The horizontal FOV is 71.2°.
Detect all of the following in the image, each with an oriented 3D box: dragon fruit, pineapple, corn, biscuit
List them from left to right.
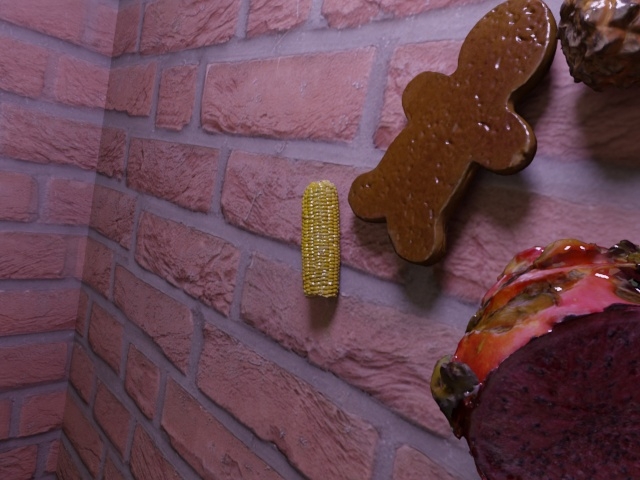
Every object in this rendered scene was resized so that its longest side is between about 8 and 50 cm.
[{"bbox_3d":[0.000,0.000,0.917,0.081,0.081,0.248,-3,85,44],"label":"corn"},{"bbox_3d":[0.222,-0.168,0.727,0.431,0.064,0.283,-60,43,21],"label":"biscuit"},{"bbox_3d":[0.294,0.143,0.528,0.296,0.263,0.314,-37,102,19],"label":"dragon fruit"},{"bbox_3d":[0.390,-0.266,0.522,0.193,0.166,0.166,-12,77,13],"label":"pineapple"}]
